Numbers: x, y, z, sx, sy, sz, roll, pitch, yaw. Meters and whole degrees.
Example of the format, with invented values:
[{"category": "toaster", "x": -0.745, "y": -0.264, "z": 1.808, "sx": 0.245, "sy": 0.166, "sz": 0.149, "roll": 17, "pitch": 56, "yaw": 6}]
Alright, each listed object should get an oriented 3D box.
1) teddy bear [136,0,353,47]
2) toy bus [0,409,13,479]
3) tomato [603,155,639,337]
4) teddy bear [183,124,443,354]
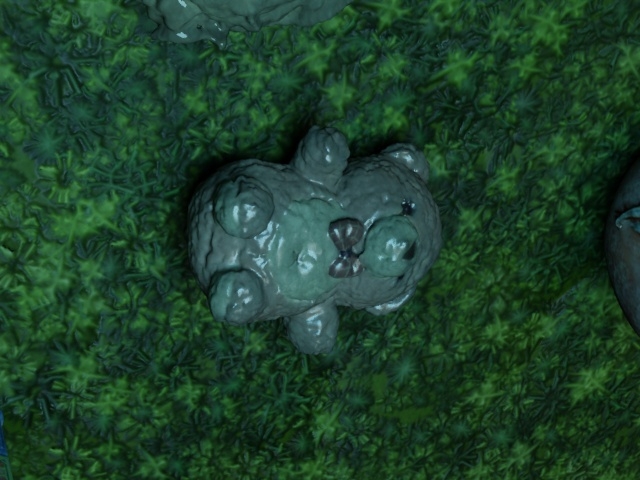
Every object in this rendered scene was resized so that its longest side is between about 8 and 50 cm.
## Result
[{"category": "teddy bear", "x": -0.064, "y": -0.343, "z": 0.908, "sx": 0.357, "sy": 0.224, "sz": 0.368, "roll": 10, "pitch": 125, "yaw": -28}, {"category": "toy bus", "x": -0.420, "y": 0.308, "z": 1.042, "sx": 0.152, "sy": 0.190, "sz": 0.312, "roll": 22, "pitch": 104, "yaw": -31}, {"category": "tomato", "x": 0.476, "y": 0.007, "z": 1.210, "sx": 0.282, "sy": 0.316, "sz": 0.317, "roll": 7, "pitch": 115, "yaw": -61}, {"category": "teddy bear", "x": -0.001, "y": 0.000, "z": 1.099, "sx": 0.267, "sy": 0.151, "sz": 0.236, "roll": 2, "pitch": 106, "yaw": -19}]
